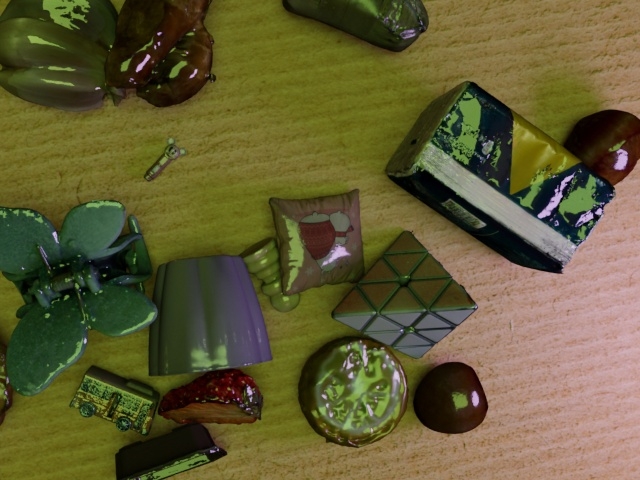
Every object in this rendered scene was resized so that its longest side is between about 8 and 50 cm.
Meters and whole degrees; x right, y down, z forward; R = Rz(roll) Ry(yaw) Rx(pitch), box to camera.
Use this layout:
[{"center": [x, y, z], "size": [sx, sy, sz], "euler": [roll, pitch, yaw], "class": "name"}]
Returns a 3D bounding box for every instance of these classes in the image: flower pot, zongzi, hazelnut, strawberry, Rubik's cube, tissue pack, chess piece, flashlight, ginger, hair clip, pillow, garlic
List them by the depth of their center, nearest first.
[{"center": [-0.515, 0.072, 1.553], "size": [0.319, 0.238, 0.391], "euler": [-18, 95, -6], "class": "hair clip"}, {"center": [-0.550, -0.422, 1.579], "size": [0.325, 0.132, 0.278], "euler": [18, 83, -14], "class": "garlic"}, {"center": [-0.303, -0.473, 1.583], "size": [0.176, 0.254, 0.418], "euler": [10, 79, 32], "class": "ginger"}, {"center": [-0.247, 0.160, 1.612], "size": [0.265, 0.265, 0.243], "euler": [-6, 81, -7], "class": "flower pot"}, {"center": [0.118, -0.625, 1.651], "size": [0.323, 0.160, 0.360], "euler": [20, 84, -14], "class": "zongzi"}, {"center": [-0.343, 0.476, 1.655], "size": [0.251, 0.179, 0.084], "euler": [-18, 71, -6], "class": "flower pot"}, {"center": [0.391, -0.131, 1.655], "size": [0.417, 0.264, 0.253], "euler": [35, 88, -8], "class": "tissue pack"}, {"center": [-0.353, -0.176, 1.666], "size": [0.052, 0.031, 0.110], "euler": [43, 87, -9], "class": "flashlight"}, {"center": [-0.245, 0.341, 1.667], "size": [0.237, 0.190, 0.111], "euler": [-6, 61, 12], "class": "strawberry"}, {"center": [0.197, 0.137, 1.668], "size": [0.228, 0.229, 0.233], "euler": [41, 102, 7], "class": "Rubik's cube"}, {"center": [0.000, 0.000, 1.684], "size": [0.236, 0.084, 0.223], "euler": [-9, 91, -30], "class": "pillow"}, {"center": [-0.109, 0.086, 1.696], "size": [0.094, 0.094, 0.170], "euler": [-30, 105, -5], "class": "chess piece"}, {"center": [0.658, -0.212, 1.743], "size": [0.178, 0.178, 0.204], "euler": [27, 120, -9], "class": "hazelnut"}]

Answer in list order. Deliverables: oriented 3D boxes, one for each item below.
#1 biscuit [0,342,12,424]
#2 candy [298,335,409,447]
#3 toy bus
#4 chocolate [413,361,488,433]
[{"center": [-0.815, 0.298, 1.597], "size": [0.326, 0.107, 0.325], "euler": [0, 91, -5], "class": "biscuit"}, {"center": [0.077, 0.347, 1.717], "size": [0.260, 0.118, 0.259], "euler": [0, 92, -10], "class": "candy"}, {"center": [-0.449, 0.355, 1.658], "size": [0.182, 0.091, 0.103], "euler": [24, 90, -7], "class": "toy bus"}, {"center": [0.297, 0.371, 1.730], "size": [0.177, 0.177, 0.176], "euler": [0, 94, -8], "class": "chocolate"}]
